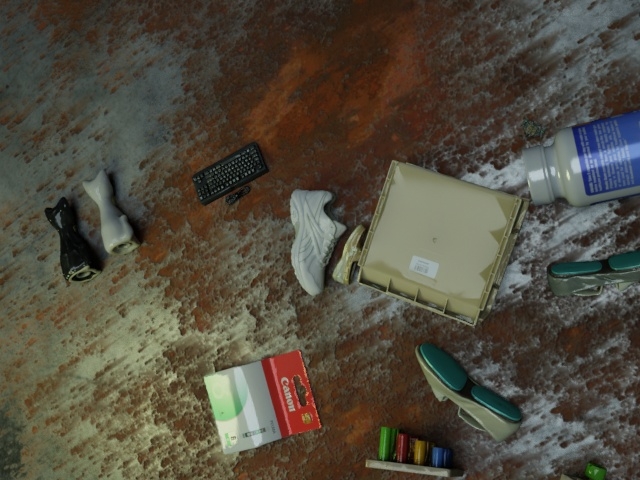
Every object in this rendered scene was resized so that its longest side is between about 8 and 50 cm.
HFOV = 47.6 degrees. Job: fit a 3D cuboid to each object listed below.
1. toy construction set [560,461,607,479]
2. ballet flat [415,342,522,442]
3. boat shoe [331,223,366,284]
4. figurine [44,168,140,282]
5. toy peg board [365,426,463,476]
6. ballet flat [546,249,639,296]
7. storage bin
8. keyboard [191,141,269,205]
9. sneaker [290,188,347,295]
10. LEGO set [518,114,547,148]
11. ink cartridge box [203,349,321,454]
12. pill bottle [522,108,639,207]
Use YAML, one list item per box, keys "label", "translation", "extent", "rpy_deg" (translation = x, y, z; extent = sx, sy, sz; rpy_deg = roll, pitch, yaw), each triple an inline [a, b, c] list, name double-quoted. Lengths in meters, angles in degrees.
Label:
- label: "toy construction set"
  translation: [0.530, 0.535, 1.272]
  extent: [0.309, 0.257, 0.237]
  rpy_deg: [19, 82, -1]
- label: "ballet flat"
  translation: [0.276, 0.305, 1.430]
  extent: [0.248, 0.086, 0.086]
  rpy_deg: [37, 101, 16]
- label: "boat shoe"
  translation: [0.071, 0.031, 1.527]
  extent: [0.045, 0.050, 0.135]
  rpy_deg: [28, 108, 15]
- label: "figurine"
  translation: [-0.553, -0.040, 1.740]
  extent: [0.215, 0.092, 0.209]
  rpy_deg: [-32, 74, 16]
- label: "toy peg board"
  translation: [0.189, 0.413, 1.420]
  extent: [0.161, 0.161, 0.079]
  rpy_deg: [0, 74, 20]
- label: "ballet flat"
  translation: [0.535, 0.066, 1.353]
  extent: [0.213, 0.072, 0.068]
  rpy_deg: [-10, 113, 20]
- label: "storage bin"
  translation: [0.236, 0.001, 1.426]
  extent: [0.262, 0.123, 0.260]
  rpy_deg: [20, 96, 19]
- label: "keyboard"
  translation: [-0.203, -0.139, 1.644]
  extent: [0.180, 0.023, 0.108]
  rpy_deg: [-26, 80, 18]
- label: "sneaker"
  translation: [0.000, 0.000, 1.532]
  extent: [0.115, 0.090, 0.232]
  rpy_deg: [-5, 88, 17]
- label: "LEGO set"
  translation: [0.416, -0.206, 1.421]
  extent: [0.054, 0.023, 0.083]
  rpy_deg: [2, 103, 22]
- label: "ink cartridge box"
  translation: [-0.130, 0.354, 1.588]
  extent: [0.225, 0.056, 0.180]
  rpy_deg: [-19, 82, 20]
- label: "pill bottle"
  translation: [0.513, -0.145, 1.312]
  extent: [0.272, 0.152, 0.152]
  rpy_deg: [-12, 85, 19]
